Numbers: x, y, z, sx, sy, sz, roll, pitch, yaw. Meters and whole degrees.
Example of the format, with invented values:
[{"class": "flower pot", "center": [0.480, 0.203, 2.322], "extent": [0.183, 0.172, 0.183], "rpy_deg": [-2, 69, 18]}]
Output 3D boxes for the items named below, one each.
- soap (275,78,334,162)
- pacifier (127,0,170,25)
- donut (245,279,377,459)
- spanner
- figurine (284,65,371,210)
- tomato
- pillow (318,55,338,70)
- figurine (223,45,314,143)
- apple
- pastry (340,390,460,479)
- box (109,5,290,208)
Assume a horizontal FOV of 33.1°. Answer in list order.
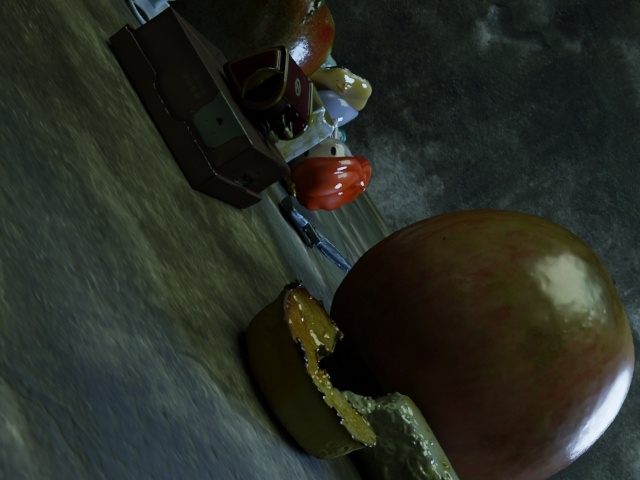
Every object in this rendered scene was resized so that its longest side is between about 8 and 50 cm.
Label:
[{"class": "soap", "center": [-0.077, -0.239, 1.848], "extent": [0.073, 0.140, 0.232], "rpy_deg": [55, 7, -45]}, {"class": "pacifier", "center": [-0.231, -0.343, 1.533], "extent": [0.099, 0.078, 0.081], "rpy_deg": [55, 29, -23]}, {"class": "donut", "center": [-0.016, 0.124, 1.022], "extent": [0.146, 0.078, 0.181], "rpy_deg": [47, 20, -51]}, {"class": "spanner", "center": [0.000, 0.000, 1.817], "extent": [0.093, 0.026, 0.325], "rpy_deg": [60, 6, 23]}, {"class": "figurine", "center": [0.013, -0.159, 1.934], "extent": [0.181, 0.208, 0.257], "rpy_deg": [15, 61, -21]}, {"class": "tomato", "center": [-0.124, -0.373, 1.720], "extent": [0.303, 0.239, 0.303], "rpy_deg": [59, 2, -4]}, {"class": "pillow", "center": [-0.081, -0.353, 2.090], "extent": [0.310, 0.138, 0.283], "rpy_deg": [30, -13, 41]}, {"class": "figurine", "center": [-0.061, -0.169, 1.313], "extent": [0.154, 0.082, 0.098], "rpy_deg": [39, 40, -69]}, {"class": "apple", "center": [0.208, 0.127, 1.359], "extent": [0.364, 0.364, 0.364], "rpy_deg": [56, 8, -11]}, {"class": "pastry", "center": [0.106, 0.268, 1.179], "extent": [0.258, 0.089, 0.121], "rpy_deg": [62, -4, 9]}, {"class": "box", "center": [-0.140, -0.159, 1.320], "extent": [0.215, 0.086, 0.215], "rpy_deg": [59, 7, 11]}]
